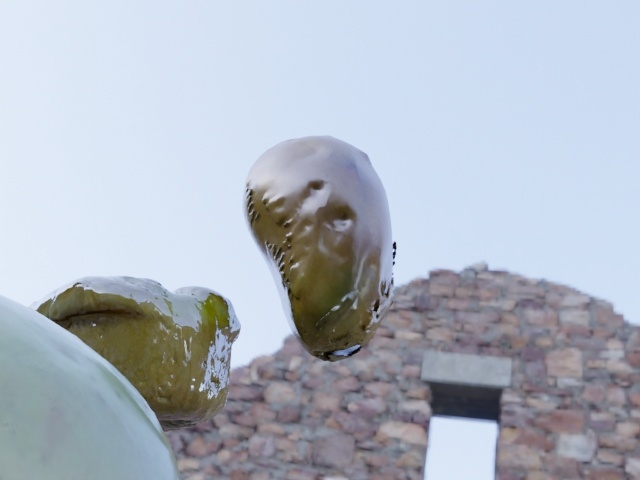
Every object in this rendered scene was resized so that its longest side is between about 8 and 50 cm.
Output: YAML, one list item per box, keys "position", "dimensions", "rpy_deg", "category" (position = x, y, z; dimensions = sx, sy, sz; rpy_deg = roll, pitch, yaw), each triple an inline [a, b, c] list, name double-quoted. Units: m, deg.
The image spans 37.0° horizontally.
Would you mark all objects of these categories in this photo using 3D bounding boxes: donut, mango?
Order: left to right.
- position: [-0.193, 0.120, 0.918]
  dimensions: [0.208, 0.128, 0.261]
  rpy_deg: [10, -22, -36]
  category: "donut"
- position: [0.000, 0.000, 0.929]
  dimensions: [0.155, 0.249, 0.151]
  rpy_deg: [12, -40, -20]
  category: "mango"

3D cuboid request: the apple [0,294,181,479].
- position: [-0.224, 0.154, 0.390]
  dimensions: [0.338, 0.305, 0.339]
  rpy_deg: [19, -35, 14]
  category: "apple"
